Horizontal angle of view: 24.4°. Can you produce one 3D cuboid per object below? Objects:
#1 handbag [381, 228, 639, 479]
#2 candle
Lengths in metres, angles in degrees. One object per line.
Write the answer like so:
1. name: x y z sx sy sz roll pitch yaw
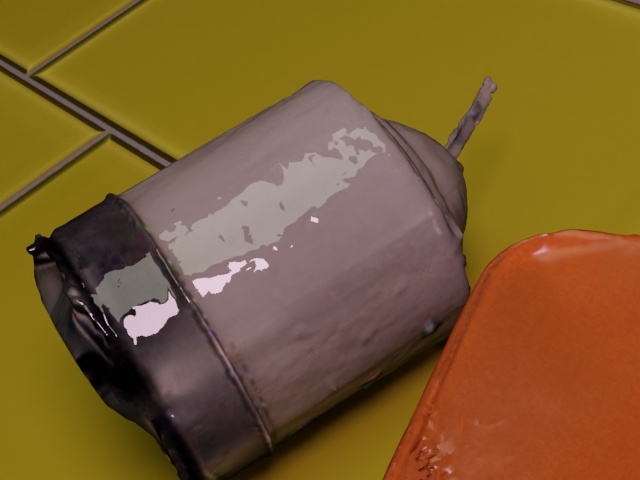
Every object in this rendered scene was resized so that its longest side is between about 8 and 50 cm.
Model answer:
1. handbag: 0.232 0.140 0.670 0.410 0.116 0.303 5 48 33
2. candle: 0.000 0.000 0.900 0.330 0.187 0.187 -32 38 -12
